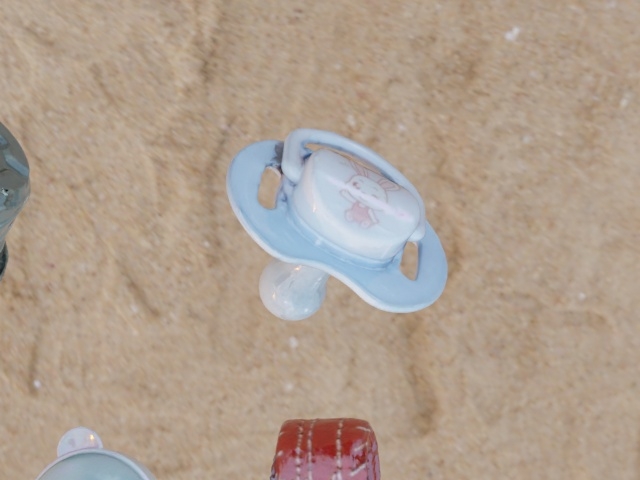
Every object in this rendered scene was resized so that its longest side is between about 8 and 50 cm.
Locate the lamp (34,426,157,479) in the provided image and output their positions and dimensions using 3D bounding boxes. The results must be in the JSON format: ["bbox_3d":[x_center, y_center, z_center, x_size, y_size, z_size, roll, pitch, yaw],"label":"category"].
[{"bbox_3d":[-0.255,0.353,1.710,0.246,0.108,0.179,43,96,9],"label":"lamp"}]

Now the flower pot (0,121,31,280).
[{"bbox_3d":[-0.385,-0.057,1.448,0.235,0.235,0.140,33,117,-31],"label":"flower pot"}]

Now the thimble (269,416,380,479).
[{"bbox_3d":[0.010,0.314,1.865,0.125,0.163,0.189,-2,156,8],"label":"thimble"}]

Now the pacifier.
[{"bbox_3d":[0.000,0.000,1.686,0.287,0.238,0.226,26,126,-17],"label":"pacifier"}]
